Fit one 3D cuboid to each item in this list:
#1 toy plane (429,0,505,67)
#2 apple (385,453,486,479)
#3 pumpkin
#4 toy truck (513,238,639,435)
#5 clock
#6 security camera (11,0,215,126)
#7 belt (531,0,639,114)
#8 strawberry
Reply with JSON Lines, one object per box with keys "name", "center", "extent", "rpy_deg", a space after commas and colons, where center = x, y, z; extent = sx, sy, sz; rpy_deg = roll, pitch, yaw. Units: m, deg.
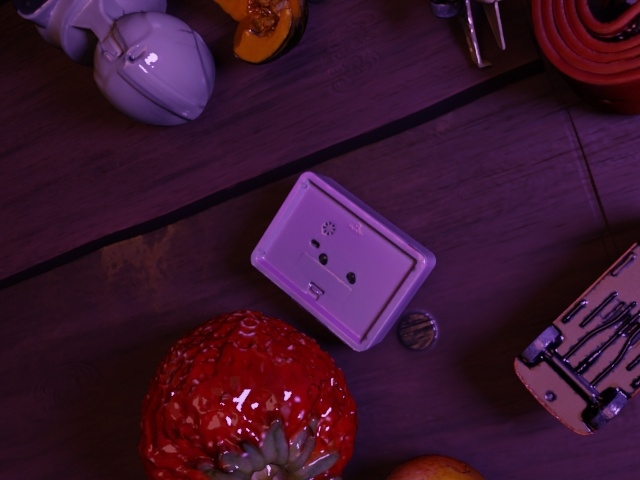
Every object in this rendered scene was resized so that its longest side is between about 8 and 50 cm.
{"name": "toy plane", "center": [0.159, -0.331, 0.803], "extent": [0.104, 0.242, 0.256], "rpy_deg": [-24, 44, -7]}
{"name": "apple", "center": [0.132, 0.311, 0.758], "extent": [0.146, 0.146, 0.146], "rpy_deg": [-3, 84, 24]}
{"name": "pumpkin", "center": [-0.079, -0.327, 0.936], "extent": [0.119, 0.107, 0.183], "rpy_deg": [-27, 82, 27]}
{"name": "toy truck", "center": [0.325, 0.082, 0.710], "extent": [0.253, 0.114, 0.107], "rpy_deg": [-48, 70, 11]}
{"name": "clock", "center": [0.026, 0.026, 0.867], "extent": [0.197, 0.063, 0.150], "rpy_deg": [38, 104, 19]}
{"name": "security camera", "center": [-0.266, -0.284, 0.974], "extent": [0.197, 0.191, 0.277], "rpy_deg": [-43, 73, 9]}
{"name": "belt", "center": [0.361, -0.298, 0.713], "extent": [0.227, 0.115, 0.324], "rpy_deg": [34, 100, 33]}
{"name": "strawberry", "center": [-0.103, 0.198, 0.834], "extent": [0.257, 0.257, 0.277], "rpy_deg": [-55, 37, 10]}
